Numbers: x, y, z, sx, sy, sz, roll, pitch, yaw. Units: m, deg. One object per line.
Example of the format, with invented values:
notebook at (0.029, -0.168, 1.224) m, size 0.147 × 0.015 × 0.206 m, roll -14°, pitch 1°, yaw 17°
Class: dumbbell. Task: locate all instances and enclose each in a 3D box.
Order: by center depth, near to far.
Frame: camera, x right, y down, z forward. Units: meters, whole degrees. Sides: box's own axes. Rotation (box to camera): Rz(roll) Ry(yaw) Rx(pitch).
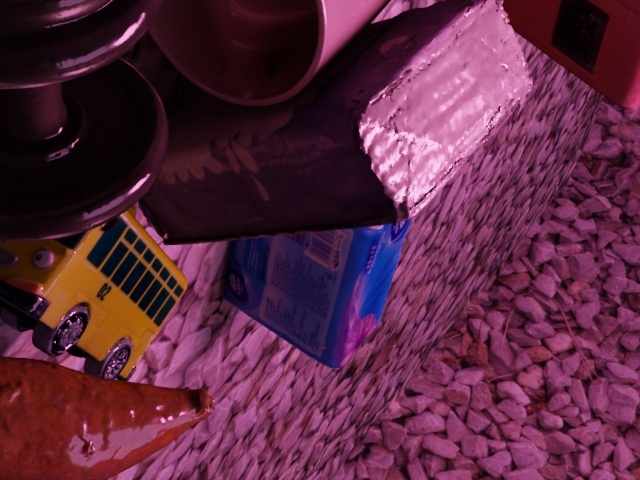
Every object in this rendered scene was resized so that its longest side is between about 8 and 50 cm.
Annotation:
dumbbell at (-0.194, -0.119, 0.748) m, size 0.192 × 0.192 × 0.290 m, roll -47°, pitch 159°, yaw -35°

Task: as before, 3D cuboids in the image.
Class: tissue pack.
tissue pack at (-0.004, -0.106, 1.080) m, size 0.242 × 0.344 × 0.125 m, roll -46°, pitch 116°, yaw -36°
tissue pack at (0.000, 0.000, 1.453) m, size 0.146 × 0.198 × 0.263 m, roll -42°, pitch 155°, yaw -40°

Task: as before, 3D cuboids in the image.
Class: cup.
cup at (-0.037, -0.273, 0.976) m, size 0.200 × 0.191 × 0.253 m, roll -48°, pitch 133°, yaw -42°

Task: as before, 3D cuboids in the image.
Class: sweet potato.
sweet potato at (-0.253, 0.147, 0.918) m, size 0.337 × 0.131 × 0.131 m, roll -10°, pitch 138°, yaw -23°

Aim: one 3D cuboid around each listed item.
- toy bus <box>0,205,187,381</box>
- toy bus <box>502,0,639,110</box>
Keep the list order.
toy bus at (-0.221, 0.021, 1.006) m, size 0.150 × 0.128 × 0.262 m, roll -56°, pitch 164°, yaw -12°
toy bus at (0.241, -0.344, 1.204) m, size 0.233 × 0.427 × 0.203 m, roll -40°, pitch 157°, yaw -19°
